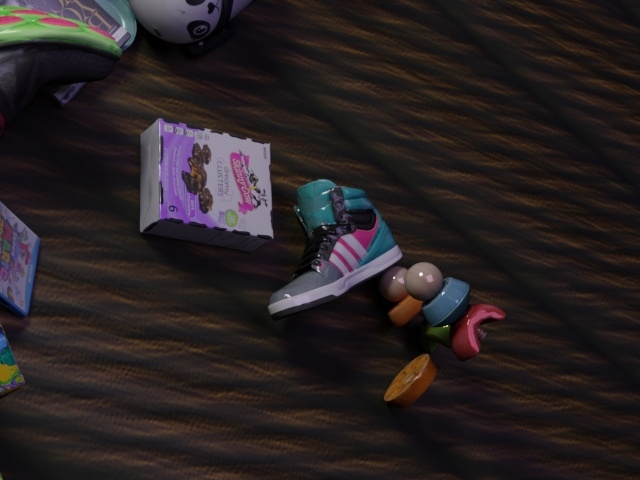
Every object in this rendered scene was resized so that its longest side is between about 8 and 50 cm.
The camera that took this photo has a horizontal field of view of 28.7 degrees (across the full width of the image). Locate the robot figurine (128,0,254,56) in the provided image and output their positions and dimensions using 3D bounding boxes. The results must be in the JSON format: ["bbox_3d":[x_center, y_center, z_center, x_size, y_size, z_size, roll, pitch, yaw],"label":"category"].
[{"bbox_3d":[-0.180,-0.421,1.962,0.209,0.173,0.278,53,46,-9],"label":"robot figurine"}]

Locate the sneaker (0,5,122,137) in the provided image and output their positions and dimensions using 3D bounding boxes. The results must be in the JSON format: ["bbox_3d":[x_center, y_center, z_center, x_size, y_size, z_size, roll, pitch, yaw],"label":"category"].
[{"bbox_3d":[-0.486,-0.188,1.658,0.483,0.185,0.202,-22,122,-33],"label":"sneaker"}]

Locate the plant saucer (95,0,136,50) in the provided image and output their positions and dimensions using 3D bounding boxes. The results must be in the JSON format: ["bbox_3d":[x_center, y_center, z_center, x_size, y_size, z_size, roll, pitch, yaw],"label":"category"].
[{"bbox_3d":[-0.339,-0.337,1.915,0.119,0.021,0.119,15,63,-32],"label":"plant saucer"}]

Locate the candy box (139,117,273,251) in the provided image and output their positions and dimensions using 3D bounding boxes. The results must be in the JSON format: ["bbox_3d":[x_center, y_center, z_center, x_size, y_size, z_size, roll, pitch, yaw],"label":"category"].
[{"bbox_3d":[-0.172,-0.082,1.900,0.196,0.070,0.165,10,66,-32],"label":"candy box"}]

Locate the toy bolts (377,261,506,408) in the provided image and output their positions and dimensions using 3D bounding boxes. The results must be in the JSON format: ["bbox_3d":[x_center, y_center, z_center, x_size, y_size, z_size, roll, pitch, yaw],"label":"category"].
[{"bbox_3d":[0.151,0.129,1.961,0.158,0.228,0.218,44,62,-7],"label":"toy bolts"}]

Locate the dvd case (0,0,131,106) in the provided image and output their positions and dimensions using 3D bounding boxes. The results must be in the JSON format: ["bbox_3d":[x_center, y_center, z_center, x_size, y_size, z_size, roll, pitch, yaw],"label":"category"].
[{"bbox_3d":[-0.410,-0.326,1.840,0.221,0.018,0.164,44,61,-11],"label":"dvd case"}]

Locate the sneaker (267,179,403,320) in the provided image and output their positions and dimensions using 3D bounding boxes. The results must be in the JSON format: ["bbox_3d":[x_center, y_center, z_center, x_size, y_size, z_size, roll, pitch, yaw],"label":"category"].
[{"bbox_3d":[0.000,0.000,1.955,0.295,0.124,0.178,-28,94,-48],"label":"sneaker"}]

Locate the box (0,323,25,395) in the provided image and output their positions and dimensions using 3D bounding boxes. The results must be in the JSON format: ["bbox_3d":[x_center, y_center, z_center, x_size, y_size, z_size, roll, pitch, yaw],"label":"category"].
[{"bbox_3d":[-0.553,0.101,1.478,0.279,0.177,0.290,-18,83,-39],"label":"box"}]

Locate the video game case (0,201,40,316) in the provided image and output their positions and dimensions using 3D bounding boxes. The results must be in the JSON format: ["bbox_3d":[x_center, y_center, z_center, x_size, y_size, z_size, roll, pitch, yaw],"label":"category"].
[{"bbox_3d":[-0.420,0.016,1.647,0.166,0.015,0.119,59,30,-61],"label":"video game case"}]

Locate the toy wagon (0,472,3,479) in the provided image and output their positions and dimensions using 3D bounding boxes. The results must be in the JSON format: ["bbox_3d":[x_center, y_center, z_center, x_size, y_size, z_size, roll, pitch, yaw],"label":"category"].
[{"bbox_3d":[-0.385,0.395,1.497,0.267,0.068,0.344,-18,82,-14],"label":"toy wagon"}]
